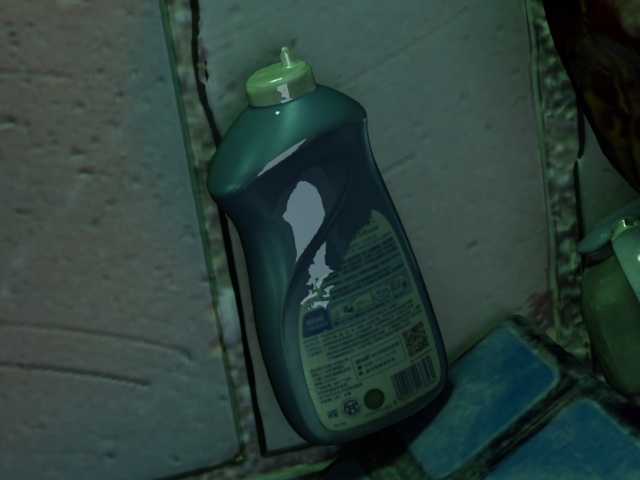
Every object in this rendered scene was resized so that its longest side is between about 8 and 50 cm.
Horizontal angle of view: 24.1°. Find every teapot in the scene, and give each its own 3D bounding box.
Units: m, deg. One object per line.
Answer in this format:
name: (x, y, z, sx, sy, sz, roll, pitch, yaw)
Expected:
teapot: (0.180, 0.033, 0.803, 0.149, 0.111, 0.108, -36, 95, -47)

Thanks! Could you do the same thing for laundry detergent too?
laundry detergent: (0.000, 0.000, 0.778, 0.097, 0.061, 0.206, -18, 110, -6)

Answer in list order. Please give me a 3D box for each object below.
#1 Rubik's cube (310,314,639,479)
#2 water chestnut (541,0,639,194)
Rubik's cube: (0.124, 0.304, 0.749, 0.363, 0.362, 0.358, -38, 109, -2)
water chestnut: (0.223, -0.115, 0.715, 0.238, 0.223, 0.223, -18, 114, 26)
